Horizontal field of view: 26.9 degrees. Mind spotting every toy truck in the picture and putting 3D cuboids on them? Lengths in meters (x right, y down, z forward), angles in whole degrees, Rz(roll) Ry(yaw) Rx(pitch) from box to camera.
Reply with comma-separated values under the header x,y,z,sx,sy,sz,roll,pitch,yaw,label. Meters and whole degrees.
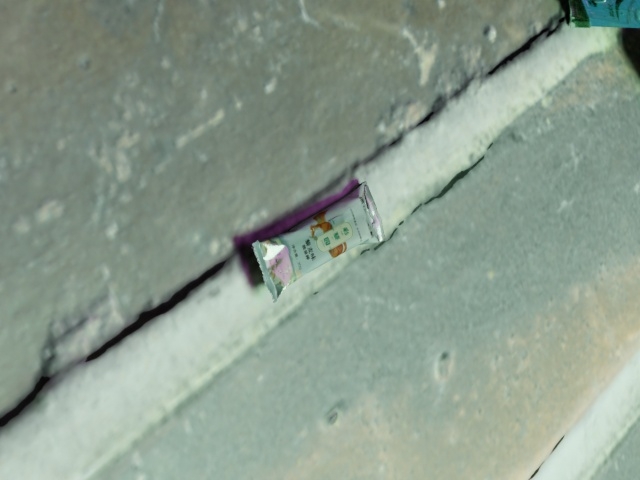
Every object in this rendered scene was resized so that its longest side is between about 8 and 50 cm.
x,y,z,sx,sy,sz,roll,pitch,yaw,label
0.237,-0.163,0.994,0.175,0.081,0.067,46,54,-58,toy truck

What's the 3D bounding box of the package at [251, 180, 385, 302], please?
x,y,z,sx,sy,sz,roll,pitch,yaw,label
0.000,0.000,0.750,0.110,0.015,0.037,-29,102,-46,package
